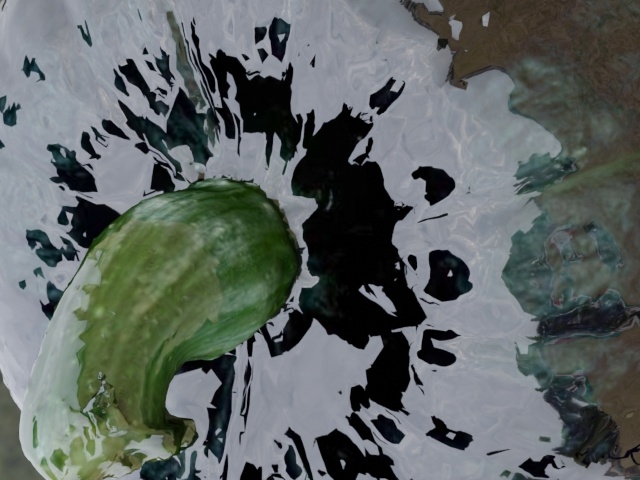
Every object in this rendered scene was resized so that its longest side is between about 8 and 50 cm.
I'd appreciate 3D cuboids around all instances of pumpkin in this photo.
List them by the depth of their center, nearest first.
[{"bbox_3d":[0.000,0.000,0.513,0.248,0.248,0.248,47,169,11],"label":"pumpkin"}]
